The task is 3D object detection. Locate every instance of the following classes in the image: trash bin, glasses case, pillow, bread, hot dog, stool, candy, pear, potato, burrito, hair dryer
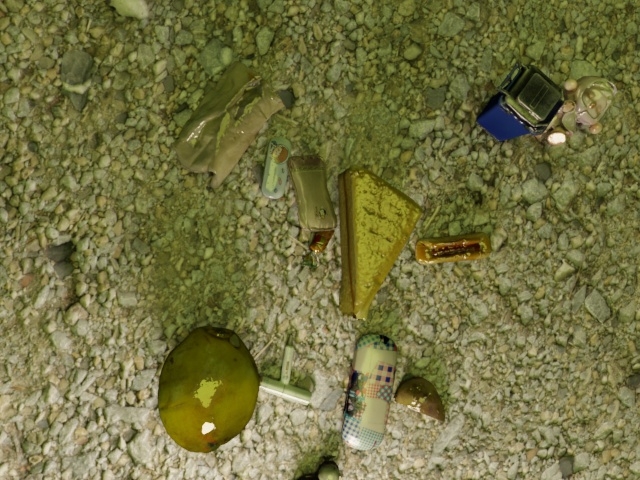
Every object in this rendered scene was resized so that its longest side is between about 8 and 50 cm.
[{"bbox_3d":[0.564,-0.391,1.675,0.184,0.234,0.162,39,81,-6],"label":"trash bin"},{"bbox_3d":[-0.126,-0.207,1.641,0.067,0.045,0.178,10,85,-16],"label":"glasses case"},{"bbox_3d":[-0.023,-0.137,1.636,0.130,0.038,0.233,-6,78,-33],"label":"pillow"},{"bbox_3d":[0.087,0.017,1.575,0.245,0.233,0.362,30,84,-7],"label":"bread"},{"bbox_3d":[0.403,0.024,1.712,0.242,0.073,0.084,-5,93,-10],"label":"hot dog"},{"bbox_3d":[-0.008,0.702,1.589,0.125,0.121,0.217,37,87,-5],"label":"stool"},{"bbox_3d":[0.000,0.000,1.655,0.053,0.046,0.182,24,74,7],"label":"candy"},{"bbox_3d":[-0.289,0.383,1.485,0.269,0.269,0.321,1,100,-10],"label":"pear"},{"bbox_3d":[0.312,0.461,1.667,0.172,0.089,0.101,26,81,-6],"label":"potato"},{"bbox_3d":[0.141,0.432,1.645,0.125,0.076,0.327,11,86,-7],"label":"glasses case"},{"bbox_3d":[-0.260,-0.318,1.583,0.190,0.135,0.332,38,85,-13],"label":"burrito"},{"bbox_3d":[-0.078,0.358,1.631,0.155,0.044,0.183,22,81,-10],"label":"hair dryer"}]

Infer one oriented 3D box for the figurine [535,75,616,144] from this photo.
[{"bbox_3d":[0.782,-0.401,1.769,0.276,0.133,0.200,-39,106,-5],"label":"figurine"}]
